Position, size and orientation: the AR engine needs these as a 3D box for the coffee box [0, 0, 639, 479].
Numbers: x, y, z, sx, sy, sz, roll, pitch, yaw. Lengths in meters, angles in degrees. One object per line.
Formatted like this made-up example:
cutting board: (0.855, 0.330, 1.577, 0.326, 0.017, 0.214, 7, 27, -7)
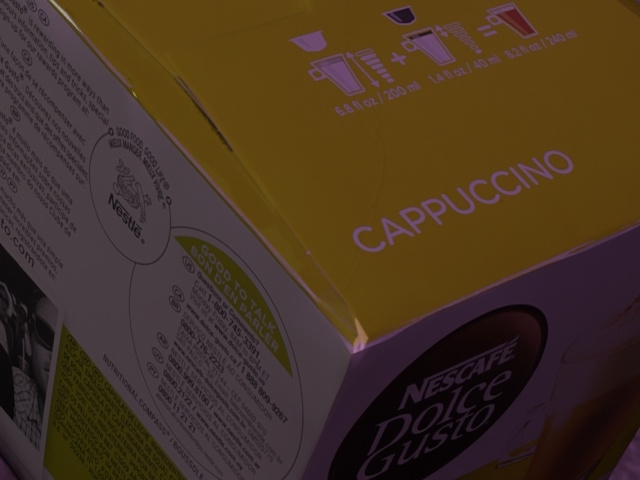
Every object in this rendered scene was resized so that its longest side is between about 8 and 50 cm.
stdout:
coffee box: (0.000, 0.000, 0.948, 0.337, 0.334, 0.338, -20, 56, -36)
